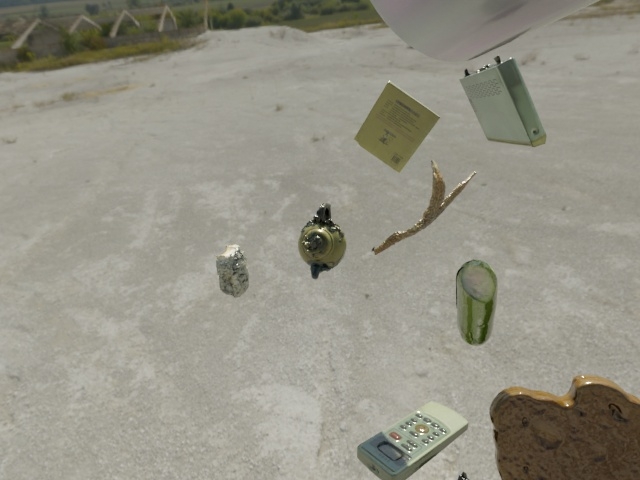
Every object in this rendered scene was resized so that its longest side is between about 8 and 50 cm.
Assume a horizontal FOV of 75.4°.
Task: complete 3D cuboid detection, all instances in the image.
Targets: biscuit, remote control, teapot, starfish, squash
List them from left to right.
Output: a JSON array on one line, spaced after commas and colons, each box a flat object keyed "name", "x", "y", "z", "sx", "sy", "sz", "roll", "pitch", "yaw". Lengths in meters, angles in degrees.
[{"name": "teapot", "x": 0.000, "y": 0.000, "z": 1.431, "sx": 0.173, "sy": 0.269, "sz": 0.182, "roll": 7, "pitch": 0, "yaw": 14}, {"name": "remote control", "x": 0.226, "y": 0.468, "z": 0.985, "sx": 0.286, "sy": 0.038, "sz": 0.123, "roll": -13, "pitch": 19, "yaw": -34}, {"name": "starfish", "x": 0.414, "y": -0.128, "z": 1.637, "sx": 0.132, "sy": 0.398, "sz": 0.384, "roll": 41, "pitch": 48, "yaw": 19}, {"name": "squash", "x": 0.283, "y": 0.119, "z": 0.752, "sx": 0.069, "sy": 0.238, "sz": 0.069, "roll": -10, "pitch": 44, "yaw": 10}, {"name": "biscuit", "x": 0.529, "y": 0.455, "z": 0.861, "sx": 0.381, "sy": 0.359, "sz": 0.074, "roll": 44, "pitch": 9, "yaw": 12}]

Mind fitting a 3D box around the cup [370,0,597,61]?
[{"name": "cup", "x": 0.209, "y": -0.316, "z": 0.317, "sx": 0.253, "sy": 0.253, "sz": 0.372, "roll": -23, "pitch": 14, "yaw": -25}]

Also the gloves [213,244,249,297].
[{"name": "gloves", "x": -0.248, "y": 0.095, "z": 1.191, "sx": 0.071, "sy": 0.153, "sz": 0.114, "roll": 2, "pitch": 25, "yaw": 16}]

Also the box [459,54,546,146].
[{"name": "box", "x": 0.413, "y": -0.317, "z": 0.961, "sx": 0.045, "sy": 0.210, "sz": 0.270, "roll": -28, "pitch": 11, "yaw": 10}]

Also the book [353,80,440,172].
[{"name": "book", "x": 0.203, "y": -0.306, "z": 1.140, "sx": 0.168, "sy": 0.192, "sz": 0.013, "roll": 36, "pitch": 37, "yaw": 3}]

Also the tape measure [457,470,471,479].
[{"name": "tape measure", "x": 0.356, "y": 0.624, "z": 0.993, "sx": 0.091, "sy": 0.054, "sz": 0.094, "roll": -54, "pitch": 31, "yaw": -4}]
